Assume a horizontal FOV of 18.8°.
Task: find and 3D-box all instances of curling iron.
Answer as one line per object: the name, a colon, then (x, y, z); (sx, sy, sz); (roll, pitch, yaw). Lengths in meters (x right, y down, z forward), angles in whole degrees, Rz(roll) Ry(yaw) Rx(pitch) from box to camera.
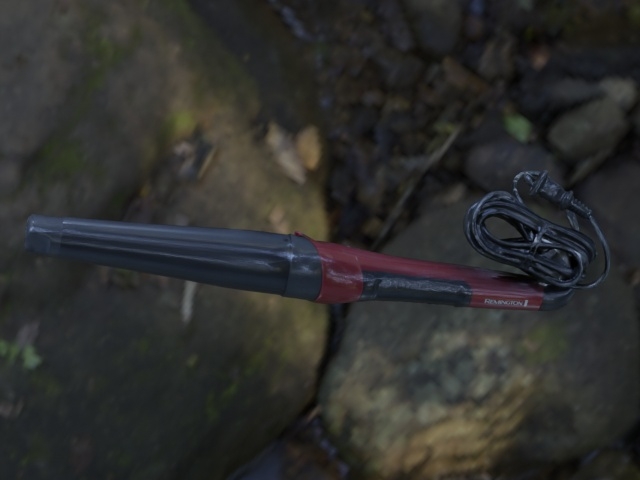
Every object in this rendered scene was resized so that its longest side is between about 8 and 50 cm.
curling iron: (0.000, 0.000, 0.905); (0.274, 0.035, 0.068); (0, 93, -6)
